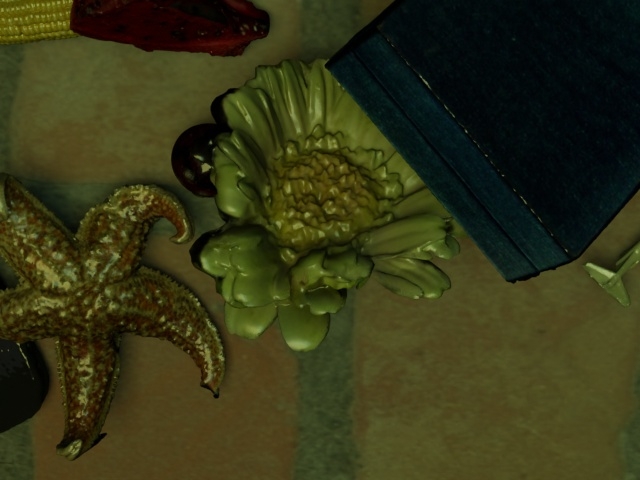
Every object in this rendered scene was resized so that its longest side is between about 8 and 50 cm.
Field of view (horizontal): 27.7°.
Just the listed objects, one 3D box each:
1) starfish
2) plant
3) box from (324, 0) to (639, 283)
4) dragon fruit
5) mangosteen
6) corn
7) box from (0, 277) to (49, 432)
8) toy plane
[{"bbox_3d":[-0.253,0.074,1.339,0.312,0.113,0.303,-2,102,-8],"label":"starfish"},{"bbox_3d":[-0.015,-0.040,1.237,0.306,0.297,0.261,-33,96,-23],"label":"plant"},{"bbox_3d":[0.192,-0.152,1.156,0.261,0.116,0.279,49,64,-6],"label":"box"},{"bbox_3d":[-0.131,-0.236,1.237,0.192,0.122,0.092,10,76,-30],"label":"dragon fruit"},{"bbox_3d":[-0.112,-0.078,1.310,0.081,0.081,0.081,2,106,7],"label":"mangosteen"},{"bbox_3d":[-0.286,-0.231,1.297,0.206,0.067,0.067,-4,105,10],"label":"corn"},{"bbox_3d":[-0.413,0.125,1.427,0.201,0.042,0.212,-24,100,14],"label":"box"},{"bbox_3d":[0.374,-0.054,1.244,0.092,0.108,0.286,40,119,-6],"label":"toy plane"}]
